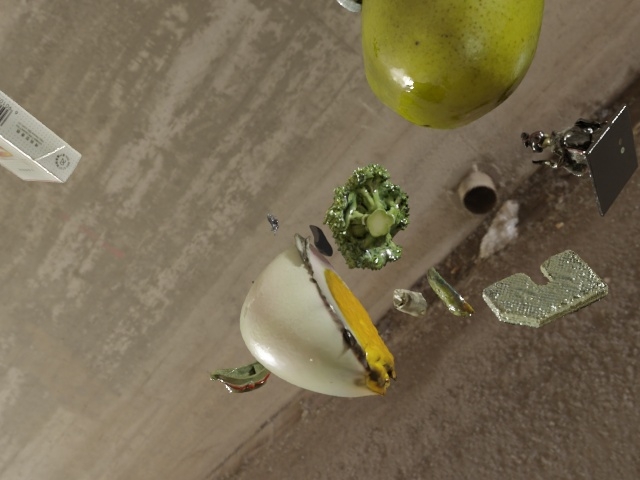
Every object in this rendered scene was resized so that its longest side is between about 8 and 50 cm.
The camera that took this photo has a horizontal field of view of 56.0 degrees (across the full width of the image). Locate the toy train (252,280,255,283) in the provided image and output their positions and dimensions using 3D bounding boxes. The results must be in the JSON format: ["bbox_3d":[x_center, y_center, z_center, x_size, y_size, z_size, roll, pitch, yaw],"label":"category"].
[{"bbox_3d":[-0.085,0.234,1.746,0.188,0.264,0.300,-17,9,-7],"label":"toy train"}]

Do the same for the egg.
[{"bbox_3d":[-0.013,0.146,0.966,0.174,0.286,0.264,-34,40,10],"label":"egg"}]

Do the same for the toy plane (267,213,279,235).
[{"bbox_3d":[-0.147,-0.055,1.872,0.083,0.031,0.078,-109,12,-46],"label":"toy plane"}]

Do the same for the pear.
[{"bbox_3d":[0.191,-0.316,0.892,0.294,0.294,0.294,-49,17,21],"label":"pear"}]

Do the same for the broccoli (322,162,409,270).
[{"bbox_3d":[0.131,-0.057,1.700,0.236,0.287,0.260,-26,5,29],"label":"broccoli"}]

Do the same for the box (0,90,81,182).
[{"bbox_3d":[-0.775,-0.270,1.452,0.210,0.330,0.095,7,64,37],"label":"box"}]

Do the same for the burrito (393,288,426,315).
[{"bbox_3d":[0.285,0.198,1.935,0.059,0.275,0.082,-16,75,21],"label":"burrito"}]

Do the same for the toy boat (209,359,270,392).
[{"bbox_3d":[-0.194,0.351,1.573,0.185,0.071,0.089,-13,19,-16],"label":"toy boat"}]

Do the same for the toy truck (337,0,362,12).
[{"bbox_3d":[0.157,-0.523,1.078,0.388,0.206,0.173,-8,-19,-45],"label":"toy truck"}]

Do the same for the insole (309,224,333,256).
[{"bbox_3d":[0.000,0.000,1.475,0.002,0.053,0.152,-62,27,22],"label":"insole"}]

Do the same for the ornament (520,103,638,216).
[{"bbox_3d":[0.494,-0.174,1.194,0.166,0.153,0.196,-46,38,-21],"label":"ornament"}]

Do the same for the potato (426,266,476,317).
[{"bbox_3d":[0.367,0.156,1.756,0.054,0.119,0.198,-43,62,6],"label":"potato"}]

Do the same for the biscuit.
[{"bbox_3d":[0.520,0.118,1.405,0.250,0.046,0.147,-24,46,-3],"label":"biscuit"}]
